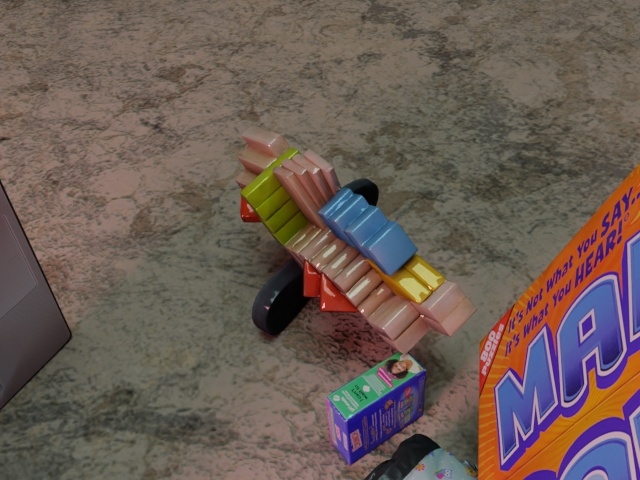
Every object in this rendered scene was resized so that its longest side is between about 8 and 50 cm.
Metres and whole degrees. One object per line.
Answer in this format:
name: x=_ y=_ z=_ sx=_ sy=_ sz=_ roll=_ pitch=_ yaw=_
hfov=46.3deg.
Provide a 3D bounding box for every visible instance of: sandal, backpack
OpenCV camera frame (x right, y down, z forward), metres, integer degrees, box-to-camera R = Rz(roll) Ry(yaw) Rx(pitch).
sandal: x=0.009 y=0.026 z=0.976 sx=0.054 sy=0.097 sz=0.254 roll=24 pitch=63 yaw=26
backpack: x=0.120 y=0.282 z=0.705 sx=0.182 sy=0.115 sz=0.152 roll=36 pitch=55 yaw=27

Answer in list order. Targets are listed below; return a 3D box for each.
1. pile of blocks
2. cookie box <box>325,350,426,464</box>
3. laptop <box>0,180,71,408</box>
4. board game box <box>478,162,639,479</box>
pile of blocks: x=0.000 y=0.000 z=0.843 sx=0.112 sy=0.149 sz=0.362 roll=-44 pitch=57 yaw=-11
cookie box: x=0.061 y=0.181 z=0.819 sx=0.107 sy=0.092 sz=0.040 roll=-28 pitch=49 yaw=-22
laptop: x=-0.341 y=0.155 z=0.666 sx=0.236 sy=0.382 sz=0.408 roll=23 pitch=51 yaw=22
board game box: x=0.357 y=0.178 z=0.555 sx=0.356 sy=0.356 sz=0.356 roll=19 pitch=47 yaw=-7
